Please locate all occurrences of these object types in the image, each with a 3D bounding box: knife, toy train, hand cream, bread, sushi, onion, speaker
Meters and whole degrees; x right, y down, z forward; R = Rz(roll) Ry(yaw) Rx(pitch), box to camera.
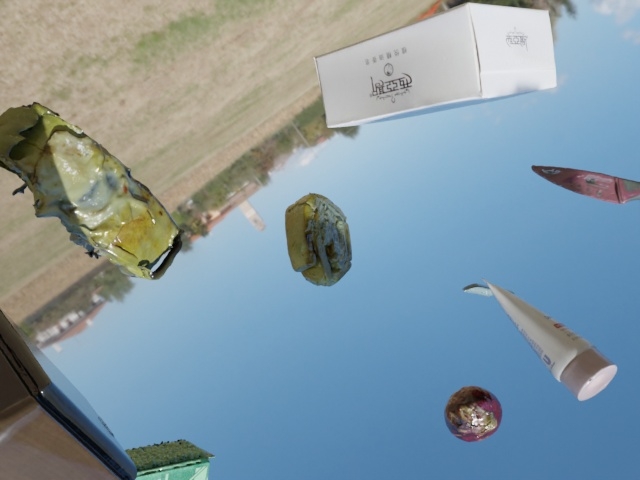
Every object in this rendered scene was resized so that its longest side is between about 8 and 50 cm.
[{"bbox_3d":[0.405,-0.064,0.725,0.247,0.035,0.018,16,-161,17],"label":"knife"},{"bbox_3d":[-0.310,0.426,0.907,0.270,0.154,0.115,7,176,-43],"label":"toy train"},{"bbox_3d":[0.392,0.161,0.964,0.083,0.133,0.248,-47,-132,10],"label":"hand cream"},{"bbox_3d":[0.000,0.000,0.880,0.064,0.118,0.156,-30,-123,36],"label":"bread"},{"bbox_3d":[-0.318,-0.047,0.740,0.131,0.291,0.139,0,-128,36],"label":"sushi"},{"bbox_3d":[0.277,0.315,1.004,0.107,0.107,0.097,-35,-158,8],"label":"onion"},{"bbox_3d":[-0.295,0.192,0.465,0.193,0.153,0.230,-37,147,-24],"label":"speaker"},{"bbox_3d":[0.394,0.118,1.264,0.210,0.015,0.028,13,131,-43],"label":"knife"}]

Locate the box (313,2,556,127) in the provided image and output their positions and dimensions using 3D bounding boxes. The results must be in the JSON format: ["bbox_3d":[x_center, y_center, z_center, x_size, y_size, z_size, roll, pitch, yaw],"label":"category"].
[{"bbox_3d":[0.161,-0.245,0.795,0.203,0.116,0.274,-19,-167,-40],"label":"box"}]
